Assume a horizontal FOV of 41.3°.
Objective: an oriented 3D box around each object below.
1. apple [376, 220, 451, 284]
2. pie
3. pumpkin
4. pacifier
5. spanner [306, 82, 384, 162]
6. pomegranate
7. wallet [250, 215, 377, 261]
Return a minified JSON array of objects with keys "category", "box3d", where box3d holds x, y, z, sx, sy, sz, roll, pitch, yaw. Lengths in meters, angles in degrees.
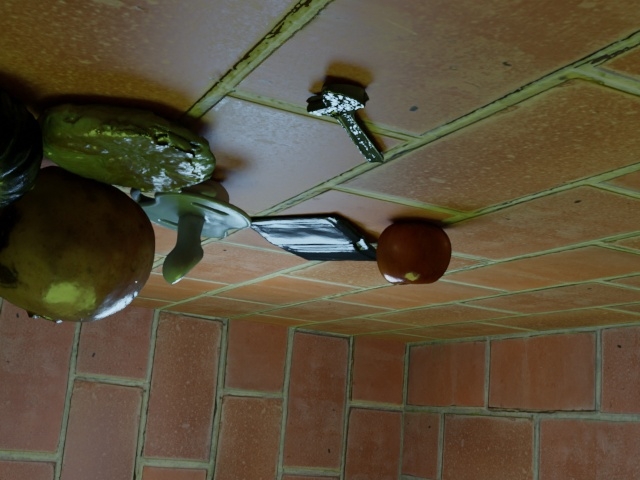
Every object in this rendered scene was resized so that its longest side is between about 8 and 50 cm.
[{"category":"apple","box3d":[0.201,0.032,1.844,0.163,0.139,0.163,4,165,1]},{"category":"pie","box3d":[-0.310,-0.149,1.364,0.306,0.071,0.306,2,166,0]},{"category":"pumpkin","box3d":[-0.515,-0.133,1.236,0.220,0.162,0.221,-10,146,-7]},{"category":"pacifier","box3d":[-0.269,-0.014,1.649,0.227,0.207,0.279,16,164,-26]},{"category":"spanner","box3d":[0.051,-0.168,1.254,0.093,0.026,0.325,0,169,16]},{"category":"pomegranate","box3d":[-0.461,0.009,1.533,0.321,0.322,0.322,4,168,1]},{"category":"wallet","box3d":[0.000,0.000,2.003,0.247,0.041,0.323,-2,163,28]}]
